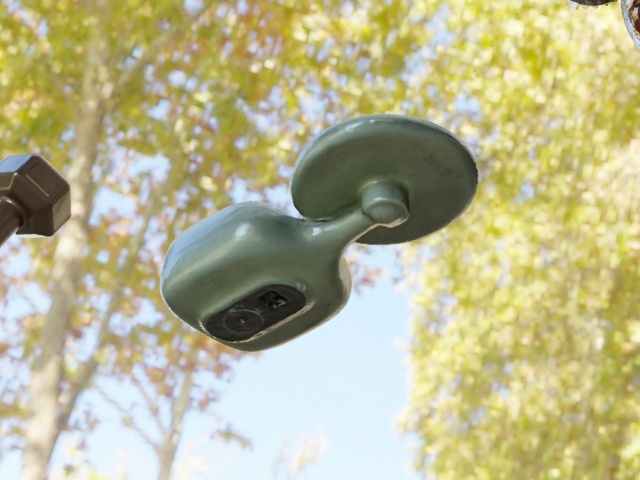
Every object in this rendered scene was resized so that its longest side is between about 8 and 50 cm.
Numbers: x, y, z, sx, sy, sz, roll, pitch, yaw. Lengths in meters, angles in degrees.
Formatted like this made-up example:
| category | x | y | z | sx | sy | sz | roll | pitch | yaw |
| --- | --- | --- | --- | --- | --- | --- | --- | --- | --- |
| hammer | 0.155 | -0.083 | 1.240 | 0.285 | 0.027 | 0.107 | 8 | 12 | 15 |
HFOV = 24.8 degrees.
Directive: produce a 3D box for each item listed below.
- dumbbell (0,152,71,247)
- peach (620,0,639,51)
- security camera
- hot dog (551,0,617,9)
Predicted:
| category | x | y | z | sx | sy | sz | roll | pitch | yaw |
| --- | --- | --- | --- | --- | --- | --- | --- | --- | --- |
| dumbbell | -0.334 | 0.007 | 1.413 | 0.092 | 0.231 | 0.082 | 44 | -40 | -5 |
| peach | 0.481 | -0.247 | 1.765 | 0.267 | 0.159 | 0.154 | 36 | 11 | -2 |
| security camera | 0.000 | 0.000 | 1.232 | 0.301 | 0.080 | 0.157 | -31 | -48 | 31 |
| hot dog | 0.202 | -0.321 | 1.441 | 0.268 | 0.075 | 0.144 | 28 | -61 | 0 |
